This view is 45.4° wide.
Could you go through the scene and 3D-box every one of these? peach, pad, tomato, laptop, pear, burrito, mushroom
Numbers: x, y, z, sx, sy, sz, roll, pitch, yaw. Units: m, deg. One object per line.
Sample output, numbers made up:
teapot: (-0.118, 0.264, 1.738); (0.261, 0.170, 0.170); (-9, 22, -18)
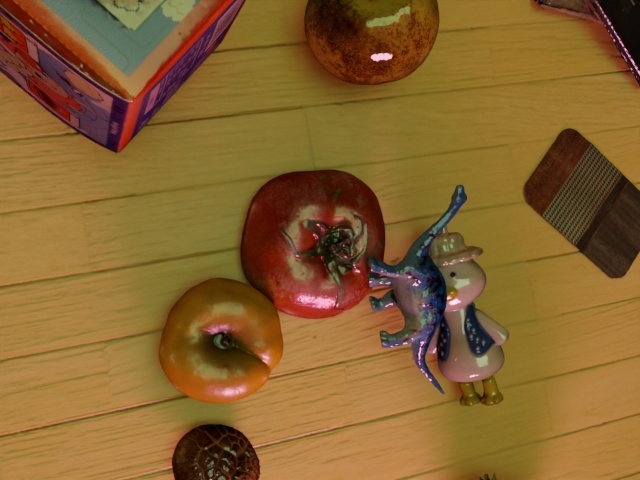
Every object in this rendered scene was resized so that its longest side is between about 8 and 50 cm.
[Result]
peach: (-0.137, 0.144, 1.082); (0.179, 0.103, 0.179); (0, 89, -19)
pad: (0.526, -0.125, 1.320); (0.250, 0.055, 0.323); (39, 95, -11)
tomato: (0.000, 0.000, 1.135); (0.237, 0.095, 0.236); (1, 87, -18)
laptop: (0.556, -0.390, 1.332); (0.154, 0.026, 0.207); (-49, 114, -15)
pear: (0.076, -0.320, 1.133); (0.198, 0.197, 0.197); (1, 87, -17)
burrito: (0.442, -0.409, 1.318); (0.171, 0.042, 0.051); (8, 80, -20)
mushroom: (-0.146, 0.317, 1.079); (0.126, 0.085, 0.109); (4, 85, -22)

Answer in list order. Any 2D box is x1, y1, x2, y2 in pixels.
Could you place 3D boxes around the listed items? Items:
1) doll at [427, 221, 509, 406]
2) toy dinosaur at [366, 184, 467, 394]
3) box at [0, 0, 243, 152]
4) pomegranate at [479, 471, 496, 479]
doll: (0.214, 0.113, 1.183); (0.119, 0.138, 0.293); (-19, 97, -57)
toy dinosaur: (0.127, 0.078, 1.108); (0.145, 0.076, 0.328); (0, 106, -11)
box: (-0.286, -0.312, 0.933); (0.319, 0.349, 0.256); (40, 77, -13)
pomegranate: (0.293, 0.469, 1.145); (0.210, 0.210, 0.235); (-30, 71, -16)
